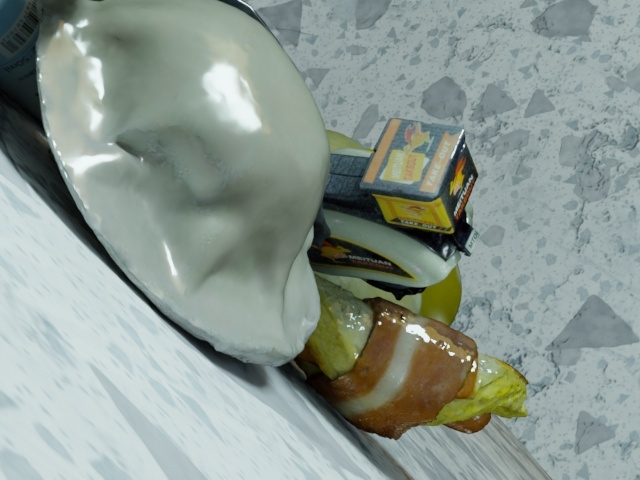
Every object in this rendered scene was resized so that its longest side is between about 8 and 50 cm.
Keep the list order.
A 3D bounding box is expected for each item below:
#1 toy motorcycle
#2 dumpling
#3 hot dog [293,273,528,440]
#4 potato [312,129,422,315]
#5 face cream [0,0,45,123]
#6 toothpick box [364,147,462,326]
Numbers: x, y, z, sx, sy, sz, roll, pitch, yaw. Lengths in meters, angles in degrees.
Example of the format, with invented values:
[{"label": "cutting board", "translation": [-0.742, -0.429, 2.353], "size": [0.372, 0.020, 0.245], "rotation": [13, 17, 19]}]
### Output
[{"label": "toy motorcycle", "translation": [-0.007, -0.037, 1.166], "size": [0.263, 0.091, 0.157], "rotation": [11, -30, 27]}, {"label": "dumpling", "translation": [-0.070, -0.052, 0.983], "size": [0.293, 0.163, 0.204], "rotation": [57, -4, -15]}, {"label": "hot dog", "translation": [0.046, 0.096, 1.184], "size": [0.262, 0.093, 0.123], "rotation": [24, -14, -15]}, {"label": "potato", "translation": [0.000, 0.000, 1.355], "size": [0.178, 0.160, 0.235], "rotation": [-7, 59, -38]}, {"label": "face cream", "translation": [-0.178, -0.117, 1.077], "size": [0.075, 0.075, 0.229], "rotation": [49, 3, 32]}, {"label": "toothpick box", "translation": [0.060, 0.025, 1.728], "size": [0.175, 0.175, 0.271], "rotation": [48, 0, 27]}]
